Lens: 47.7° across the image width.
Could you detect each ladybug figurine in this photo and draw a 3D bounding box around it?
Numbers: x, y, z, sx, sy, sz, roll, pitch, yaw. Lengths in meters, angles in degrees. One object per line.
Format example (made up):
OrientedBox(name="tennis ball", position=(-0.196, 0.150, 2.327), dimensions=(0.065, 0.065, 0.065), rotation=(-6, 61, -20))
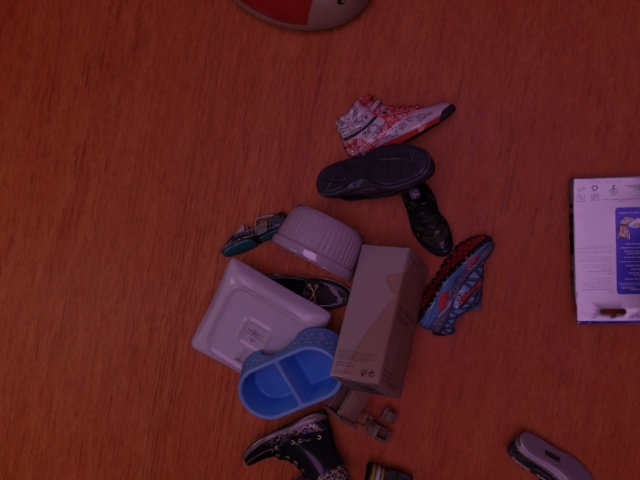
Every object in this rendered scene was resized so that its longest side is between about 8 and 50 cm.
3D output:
OrientedBox(name="ladybug figurine", position=(-0.088, -0.665, 1.675), dimensions=(0.449, 0.162, 0.305), rotation=(24, 96, 7))

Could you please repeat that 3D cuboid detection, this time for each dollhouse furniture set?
OrientedBox(name="dollhouse furniture set", position=(0.124, 0.364, 1.738), dimensions=(0.161, 0.101, 0.182), rotation=(34, 84, -26))

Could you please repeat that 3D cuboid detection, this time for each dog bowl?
OrientedBox(name="dog bowl", position=(-0.064, 0.317, 1.682), dimensions=(0.297, 0.074, 0.166), rotation=(-26, 100, 20))

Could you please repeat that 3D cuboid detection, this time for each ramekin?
OrientedBox(name="ramekin", position=(0.000, 0.000, 1.671), dimensions=(0.207, 0.207, 0.109), rotation=(26, 87, 7))

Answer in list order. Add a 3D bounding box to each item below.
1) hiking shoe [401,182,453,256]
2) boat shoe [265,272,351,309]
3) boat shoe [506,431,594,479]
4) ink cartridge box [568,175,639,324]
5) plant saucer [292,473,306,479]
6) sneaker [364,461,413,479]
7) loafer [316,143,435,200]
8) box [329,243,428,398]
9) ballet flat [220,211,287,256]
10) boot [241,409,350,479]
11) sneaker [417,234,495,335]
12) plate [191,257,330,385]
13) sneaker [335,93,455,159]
OrientedBox(name="hiking shoe", position=(0.236, -0.062, 1.672), dimensions=(0.086, 0.114, 0.227), rotation=(-28, 88, 9))
OrientedBox(name="boat shoe", position=(-0.039, 0.126, 1.744), dimensions=(0.227, 0.068, 0.081), rotation=(7, 94, 9))
OrientedBox(name="boat shoe", position=(0.535, 0.526, 1.676), dimensions=(0.219, 0.078, 0.070), rotation=(35, 131, 2))
OrientedBox(name="ink cartridge box", position=(0.653, 0.022, 1.638), dimensions=(0.165, 0.065, 0.333), rotation=(-1, 91, 9))
OrientedBox(name="plant saucer", position=(0.004, 0.655, 1.773), dimensions=(0.198, 0.036, 0.199), rotation=(0, 91, 11))
OrientedBox(name="sneaker", position=(0.158, 0.684, 1.719), dimensions=(0.121, 0.111, 0.300), rotation=(4, 94, 5))
OrientedBox(name="loafer", position=(0.133, -0.146, 1.641), dimensions=(0.302, 0.095, 0.109), rotation=(-8, 69, 37))
OrientedBox(name="box", position=(0.135, 0.177, 1.616), dimensions=(0.121, 0.148, 0.311), rotation=(4, 70, 29))
OrientedBox(name="ballet flat", position=(-0.161, -0.019, 1.769), dimensions=(0.188, 0.070, 0.070), rotation=(-20, 89, 7))
OrientedBox(name="boot", position=(-0.058, 0.534, 1.733), dimensions=(0.236, 0.085, 0.179), rotation=(-29, 69, 5))
OrientedBox(name="sneaker", position=(0.331, 0.107, 1.688), dimensions=(0.125, 0.104, 0.262), rotation=(34, 99, -14))
OrientedBox(name="plate", position=(-0.154, 0.223, 1.739), dimensions=(0.277, 0.045, 0.278), rotation=(29, 113, 4))
OrientedBox(name="sneaker", position=(0.166, -0.292, 1.686), dimensions=(0.270, 0.090, 0.145), rotation=(-28, 90, 11))
